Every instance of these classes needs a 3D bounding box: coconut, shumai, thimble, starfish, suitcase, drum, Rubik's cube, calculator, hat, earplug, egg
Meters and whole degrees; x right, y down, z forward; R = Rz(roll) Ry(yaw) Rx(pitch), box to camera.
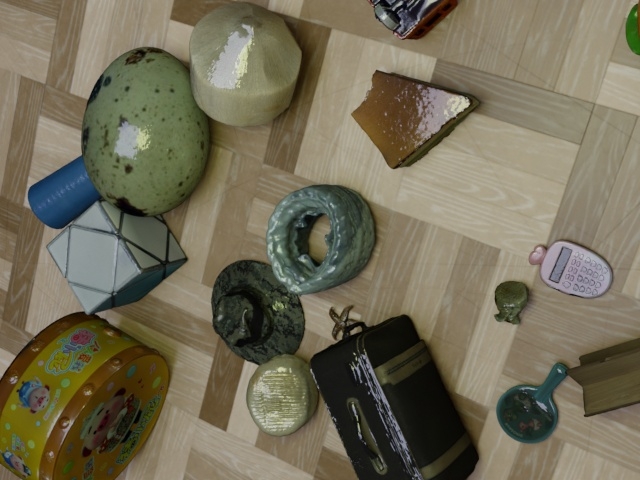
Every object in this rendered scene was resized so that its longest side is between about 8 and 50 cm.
[{"bbox_3d":[-0.160,-0.377,1.860,0.237,0.237,0.266,42,156,15],"label":"coconut"},{"bbox_3d":[0.394,0.134,1.793,0.083,0.082,0.080,20,146,51],"label":"shumai"},{"bbox_3d":[0.000,0.000,1.899,0.205,0.172,0.250,26,105,25],"label":"thimble"},{"bbox_3d":[0.050,0.182,1.975,0.078,0.028,0.091,27,105,14],"label":"starfish"},{"bbox_3d":[0.157,0.370,1.811,0.194,0.283,0.434,-28,84,29],"label":"suitcase"},{"bbox_3d":[-0.568,0.399,2.087,0.214,0.431,0.431,26,107,19],"label":"drum"},{"bbox_3d":[-0.486,0.030,2.110,0.205,0.205,0.207,-35,81,25],"label":"Rubik's cube"},{"bbox_3d":[0.496,0.055,1.748,0.166,0.024,0.103,25,108,18],"label":"calculator"},{"bbox_3d":[-0.175,0.176,2.029,0.265,0.128,0.266,2,96,26],"label":"hat"},{"bbox_3d":[-0.583,-0.148,2.180,0.273,0.132,0.132,-30,84,22],"label":"earplug"},{"bbox_3d":[-0.394,-0.242,1.982,0.287,0.287,0.379,0,100,25],"label":"egg"}]

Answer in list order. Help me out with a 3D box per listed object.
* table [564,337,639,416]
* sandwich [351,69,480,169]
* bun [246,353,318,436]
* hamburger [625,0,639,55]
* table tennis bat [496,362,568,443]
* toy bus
[{"bbox_3d":[0.596,0.247,1.665,0.226,0.167,0.167,-26,86,35],"label":"table"},{"bbox_3d":[0.190,-0.280,1.798,0.220,0.108,0.186,-39,81,27],"label":"sandwich"},{"bbox_3d":[-0.087,0.353,2.025,0.164,0.111,0.188,-6,95,6],"label":"bun"},{"bbox_3d":[0.704,-0.370,1.440,0.395,0.277,0.396,2,95,21],"label":"hamburger"},{"bbox_3d":[0.444,0.330,1.807,0.124,0.033,0.201,37,116,15],"label":"table tennis bat"},{"bbox_3d":[0.125,-0.565,1.767,0.143,0.153,0.329,-41,81,23],"label":"toy bus"}]
